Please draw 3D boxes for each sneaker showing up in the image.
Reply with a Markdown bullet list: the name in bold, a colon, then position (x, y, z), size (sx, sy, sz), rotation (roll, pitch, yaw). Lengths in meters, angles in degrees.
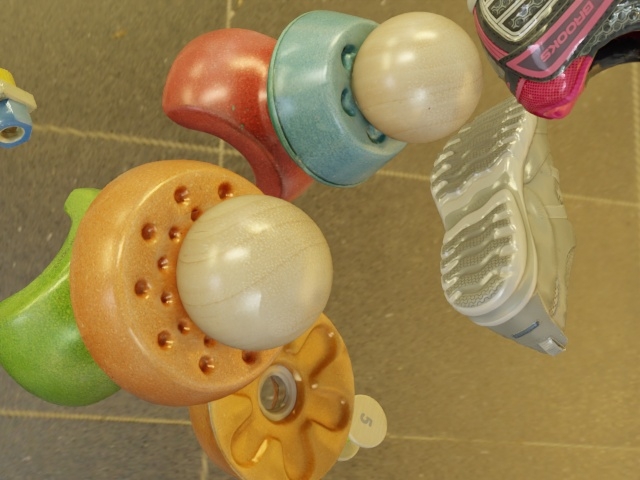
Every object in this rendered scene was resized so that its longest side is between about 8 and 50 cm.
- **sneaker**: position (0.219, -0.141, 0.532), size (0.299, 0.121, 0.112), rotation (-15, 79, 9)
- **sneaker**: position (0.164, -0.016, 0.963), size (0.115, 0.105, 0.281), rotation (42, 39, -27)

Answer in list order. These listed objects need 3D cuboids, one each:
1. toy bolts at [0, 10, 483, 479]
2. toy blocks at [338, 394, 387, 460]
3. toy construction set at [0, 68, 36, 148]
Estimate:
- **toy bolts**: position (0.000, 0.000, 0.523), size (0.218, 0.158, 0.228), rotation (43, 56, -32)
- **toy blocks**: position (-0.023, 0.200, 1.112), size (0.123, 0.148, 0.054), rotation (4, 66, -34)
- **toy construction set**: position (-0.345, 0.014, 0.788), size (0.215, 0.328, 0.151), rotation (-2, 42, -41)
